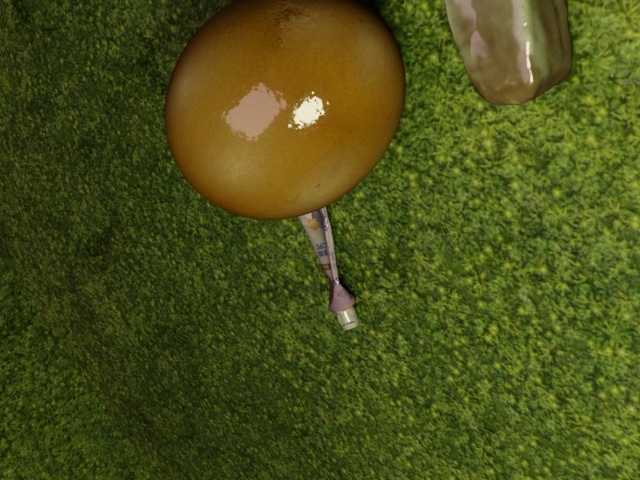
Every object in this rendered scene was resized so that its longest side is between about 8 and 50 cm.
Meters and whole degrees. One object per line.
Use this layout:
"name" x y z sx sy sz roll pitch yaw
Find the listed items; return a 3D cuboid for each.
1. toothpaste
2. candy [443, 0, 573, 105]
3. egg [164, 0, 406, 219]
"toothpaste" 0.000 0.000 1.282 0.075 0.048 0.301 -9 104 54
"candy" 0.196 -0.264 0.857 0.102 0.104 0.234 7 118 46
"egg" -0.048 -0.174 1.034 0.351 0.282 0.282 -27 92 50
